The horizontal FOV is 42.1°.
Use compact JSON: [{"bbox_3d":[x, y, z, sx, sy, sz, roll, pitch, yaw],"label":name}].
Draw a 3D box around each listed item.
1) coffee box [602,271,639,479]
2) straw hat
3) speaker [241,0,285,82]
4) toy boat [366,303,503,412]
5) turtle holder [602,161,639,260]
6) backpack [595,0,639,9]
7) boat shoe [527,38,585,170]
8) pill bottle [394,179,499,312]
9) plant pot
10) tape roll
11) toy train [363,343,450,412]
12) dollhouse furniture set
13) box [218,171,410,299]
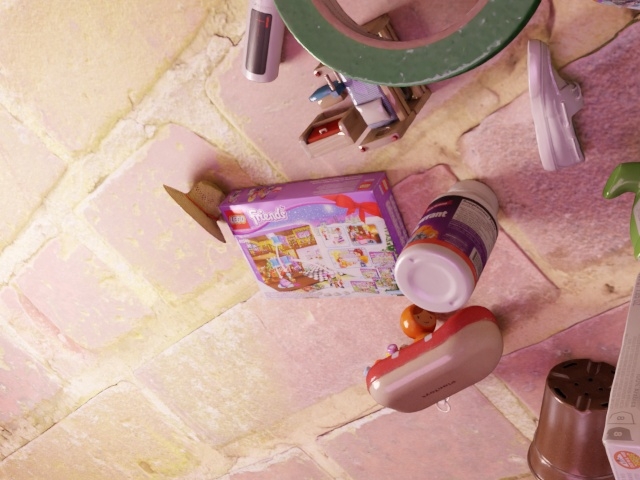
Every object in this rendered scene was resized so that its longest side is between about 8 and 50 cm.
[{"bbox_3d":[0.577,0.249,1.025,0.334,0.337,0.338,-7,121,33],"label":"coffee box"},{"bbox_3d":[-0.190,-0.065,1.398,0.144,0.144,0.061,43,92,-8],"label":"straw hat"},{"bbox_3d":[-0.077,-0.291,1.154,0.055,0.055,0.136,23,134,11],"label":"speaker"},{"bbox_3d":[0.174,0.168,1.339,0.231,0.151,0.151,-32,146,20],"label":"toy boat"},{"bbox_3d":[0.483,-0.091,0.904,0.227,0.243,0.320,19,98,-4],"label":"turtle holder"},{"bbox_3d":[0.341,-0.305,0.855,0.182,0.152,0.115,9,145,19],"label":"backpack"},{"bbox_3d":[0.296,-0.168,1.038,0.063,0.066,0.184,-8,120,18],"label":"boat shoe"},{"bbox_3d":[0.183,0.000,1.147,0.108,0.193,0.108,16,131,19],"label":"pill bottle"},{"bbox_3d":[0.409,0.285,1.287,0.167,0.167,0.165,9,123,23],"label":"plant pot"},{"bbox_3d":[0.095,-0.333,0.916,0.321,0.077,0.321,5,104,19],"label":"tape roll"},{"bbox_3d":[0.161,0.232,1.460,0.166,0.046,0.125,20,135,18],"label":"toy train"},{"bbox_3d":[0.025,-0.191,1.125,0.184,0.129,0.129,-17,116,38],"label":"dollhouse furniture set"},{"bbox_3d":[0.000,0.000,1.349,0.293,0.057,0.201,-4,124,32],"label":"box"}]
